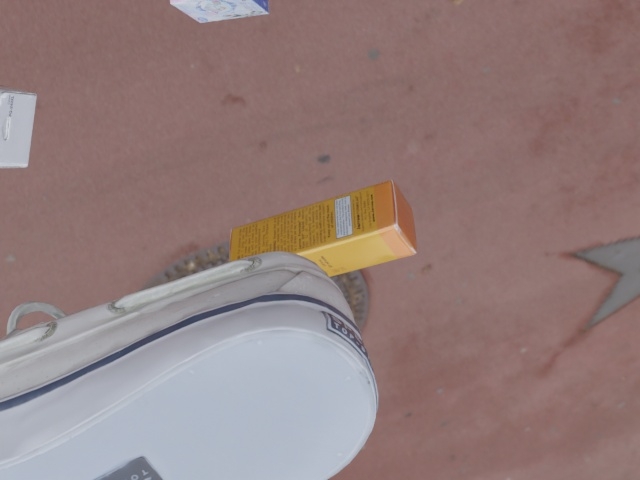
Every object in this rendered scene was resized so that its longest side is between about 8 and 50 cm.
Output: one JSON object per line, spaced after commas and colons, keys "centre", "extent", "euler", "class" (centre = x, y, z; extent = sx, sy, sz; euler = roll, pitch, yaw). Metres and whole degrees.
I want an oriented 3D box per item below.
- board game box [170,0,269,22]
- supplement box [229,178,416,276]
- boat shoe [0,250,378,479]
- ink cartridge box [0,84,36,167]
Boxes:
{"centre": [-0.117, -0.279, 1.053], "extent": [0.090, 0.020, 0.090], "euler": [-5, 178, 14], "class": "board game box"}
{"centre": [0.000, 0.000, 1.149], "extent": [0.233, 0.080, 0.078], "euler": [-17, 144, 18], "class": "supplement box"}
{"centre": [-0.153, 0.097, 0.483], "extent": [0.367, 0.156, 0.136], "euler": [-26, 116, 6], "class": "boat shoe"}
{"centre": [-0.483, -0.172, 1.301], "extent": [0.063, 0.150, 0.109], "euler": [-4, 108, -53], "class": "ink cartridge box"}
